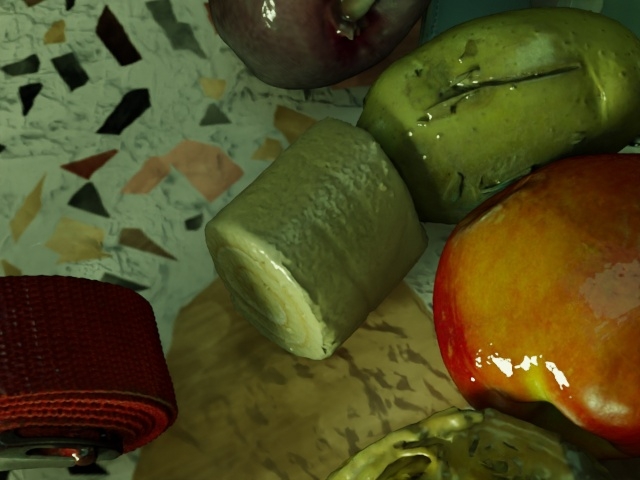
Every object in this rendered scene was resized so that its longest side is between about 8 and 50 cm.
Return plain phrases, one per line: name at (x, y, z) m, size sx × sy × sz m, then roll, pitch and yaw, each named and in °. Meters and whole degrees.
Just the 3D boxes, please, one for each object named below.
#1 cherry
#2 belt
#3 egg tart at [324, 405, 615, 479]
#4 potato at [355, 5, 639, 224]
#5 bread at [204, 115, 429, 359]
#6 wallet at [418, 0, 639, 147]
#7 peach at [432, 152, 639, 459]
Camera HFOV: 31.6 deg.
cherry at (-0.001, -0.243, 1.025) m, size 0.213 × 0.183 × 0.266 m, roll -31°, pitch 33°, yaw 3°
belt at (-0.202, 0.107, 0.825) m, size 0.201 × 0.128 × 0.124 m, roll 8°, pitch 49°, yaw -39°
egg tart at (0.098, 0.249, 0.733) m, size 0.291 × 0.107 × 0.290 m, roll -2°, pitch 75°, yaw 9°
potato at (0.144, -0.100, 0.912) m, size 0.248 × 0.169 × 0.143 m, roll -18°, pitch 67°, yaw 19°
bread at (0.000, 0.000, 0.896) m, size 0.134 × 0.148 × 0.141 m, roll 31°, pitch 64°, yaw 28°
wallet at (0.215, -0.171, 1.043) m, size 0.251 × 0.075 × 0.176 m, roll 8°, pitch 62°, yaw 5°
peach at (0.204, 0.043, 0.835) m, size 0.244 × 0.199 × 0.243 m, roll -3°, pitch 58°, yaw 4°
